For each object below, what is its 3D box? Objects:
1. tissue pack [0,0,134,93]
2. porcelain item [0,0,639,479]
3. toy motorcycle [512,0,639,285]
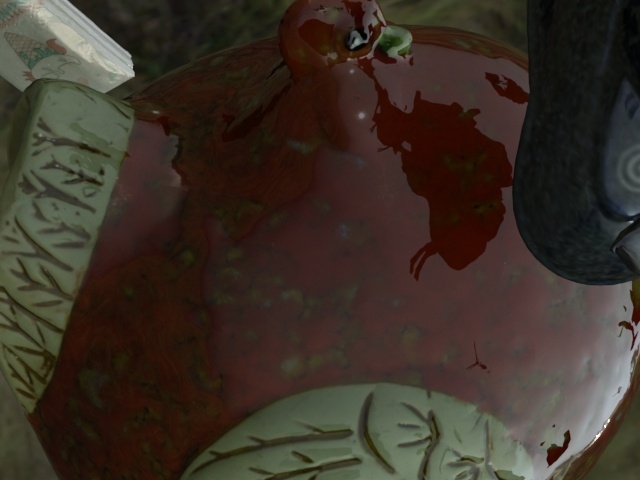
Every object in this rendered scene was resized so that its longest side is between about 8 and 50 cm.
[{"bbox_3d":[-0.147,-0.104,0.883,0.108,0.056,0.023,38,36,-50],"label":"tissue pack"},{"bbox_3d":[0.000,0.000,0.638,0.253,0.253,0.253,14,70,-43],"label":"porcelain item"},{"bbox_3d":[0.133,-0.139,0.414,0.125,0.212,0.358,17,107,-10],"label":"toy motorcycle"}]
